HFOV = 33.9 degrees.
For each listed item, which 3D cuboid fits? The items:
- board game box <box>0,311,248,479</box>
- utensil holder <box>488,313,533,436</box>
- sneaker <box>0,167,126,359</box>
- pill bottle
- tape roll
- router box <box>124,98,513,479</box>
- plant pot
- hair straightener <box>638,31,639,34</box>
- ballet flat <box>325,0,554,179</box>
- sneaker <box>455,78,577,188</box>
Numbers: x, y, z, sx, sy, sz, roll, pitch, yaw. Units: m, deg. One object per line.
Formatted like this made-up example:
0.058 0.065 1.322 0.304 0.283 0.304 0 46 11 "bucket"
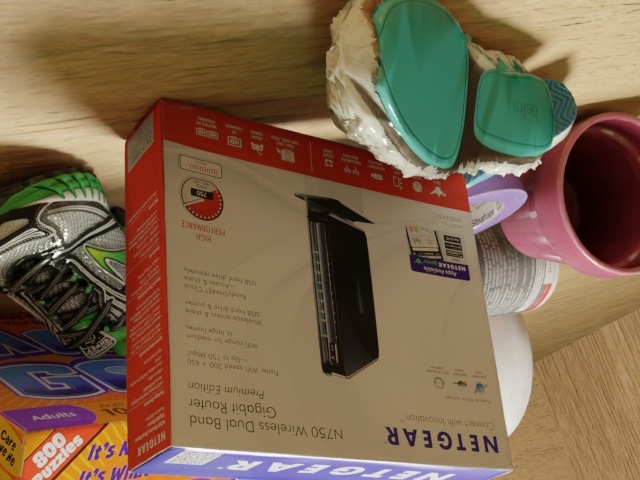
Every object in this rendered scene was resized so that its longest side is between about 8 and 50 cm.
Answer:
-0.272 0.293 1.127 0.356 0.356 0.356 2 -168 -46 "board game box"
0.076 0.197 1.623 0.385 0.328 0.327 -3 158 -37 "utensil holder"
-0.229 0.031 0.997 0.134 0.146 0.343 -24 164 11 "sneaker"
0.188 0.036 1.480 0.283 0.161 0.161 -5 159 -38 "pill bottle"
0.150 -0.055 1.285 0.189 0.080 0.189 -18 164 -6 "tape roll"
-0.002 0.057 0.924 0.335 0.301 0.082 11 150 -32 "router box"
0.333 -0.048 1.353 0.201 0.201 0.180 -12 178 -25 "plant pot"
0.350 -0.226 1.032 0.089 0.047 0.230 -21 169 6 "hair straightener"
0.085 -0.117 0.920 0.147 0.147 0.409 -27 163 25 "ballet flat"
0.169 -0.099 1.151 0.228 0.087 0.092 -19 170 10 "sneaker"
